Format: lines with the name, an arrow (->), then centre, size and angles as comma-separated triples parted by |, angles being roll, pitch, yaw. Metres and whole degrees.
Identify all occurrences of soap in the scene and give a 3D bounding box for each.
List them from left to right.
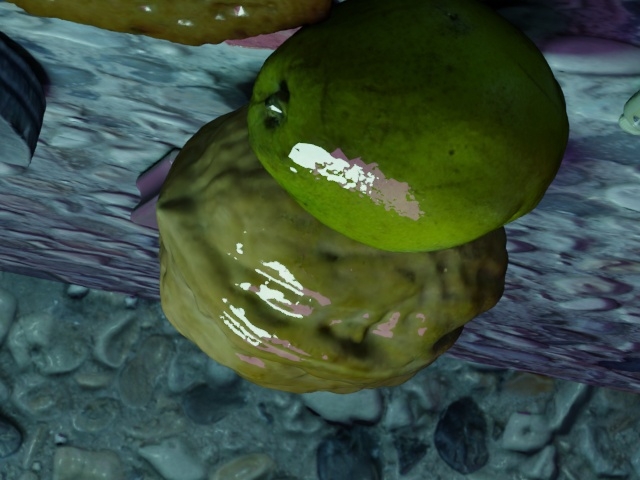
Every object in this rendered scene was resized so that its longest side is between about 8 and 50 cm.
soap -> -0.150, -0.053, 2.152 | 0.122, 0.066, 0.203 | 12, 169, -15

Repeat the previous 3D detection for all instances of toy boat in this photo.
toy boat -> -0.349, -0.153, 1.765 | 0.127, 0.078, 0.283 | 12, 166, 7

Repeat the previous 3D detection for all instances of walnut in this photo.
walnut -> 0.000, 0.003, 1.717 | 0.343, 0.306, 0.306 | 12, 169, -23

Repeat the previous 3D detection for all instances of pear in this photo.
pear -> 0.071, -0.092, 1.358 | 0.269, 0.212, 0.212 | 9, 172, -35

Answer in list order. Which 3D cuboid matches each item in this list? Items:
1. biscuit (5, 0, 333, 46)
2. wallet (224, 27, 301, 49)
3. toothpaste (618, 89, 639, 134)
biscuit -> -0.150, -0.225, 1.223 | 0.359, 0.046, 0.359 | 11, 165, 3
wallet -> -0.060, -0.198, 1.408 | 0.119, 0.025, 0.232 | 7, 168, 19
toothpaste -> 0.296, -0.128, 1.444 | 0.067, 0.037, 0.255 | 11, 166, -9
